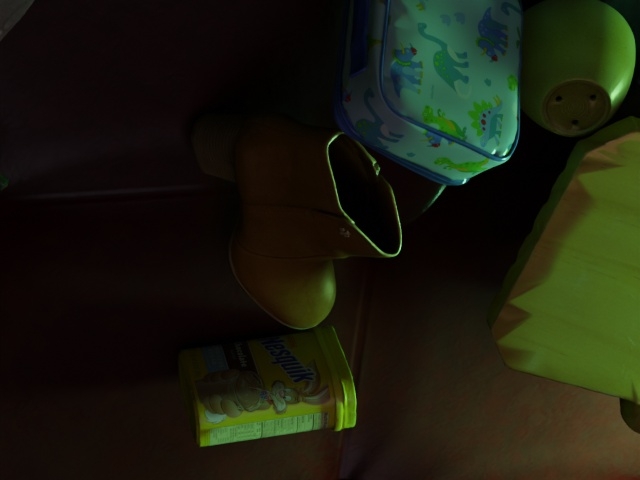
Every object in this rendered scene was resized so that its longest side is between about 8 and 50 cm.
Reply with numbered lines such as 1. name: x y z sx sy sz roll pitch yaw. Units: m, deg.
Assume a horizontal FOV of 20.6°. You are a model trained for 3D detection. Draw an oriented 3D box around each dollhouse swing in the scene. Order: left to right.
1. dollhouse swing: 0.359 -0.011 1.856 0.305 0.315 0.347 22 118 -4

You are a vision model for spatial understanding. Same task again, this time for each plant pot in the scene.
1. plant pot: 0.243 -0.155 1.703 0.134 0.095 0.134 0 128 0

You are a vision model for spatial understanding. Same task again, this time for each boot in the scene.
1. boot: 0.000 -0.001 1.719 0.104 0.211 0.295 -47 130 -25

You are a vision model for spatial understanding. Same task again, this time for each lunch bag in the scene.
1. lunch bag: 0.099 -0.175 1.632 0.176 0.219 0.090 21 150 -31

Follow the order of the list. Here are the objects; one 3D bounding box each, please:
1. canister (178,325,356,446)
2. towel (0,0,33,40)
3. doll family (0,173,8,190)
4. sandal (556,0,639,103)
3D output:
1. canister: -0.059 0.156 1.875 0.170 0.126 0.073 -8 127 -12
2. towel: -0.374 -0.237 1.497 0.187 0.049 0.282 -45 139 16
3. doll family: -0.386 -0.080 1.622 0.193 0.076 0.111 8 126 -21
4. sandal: 0.396 -0.251 1.743 0.446 0.107 0.167 -40 127 13
